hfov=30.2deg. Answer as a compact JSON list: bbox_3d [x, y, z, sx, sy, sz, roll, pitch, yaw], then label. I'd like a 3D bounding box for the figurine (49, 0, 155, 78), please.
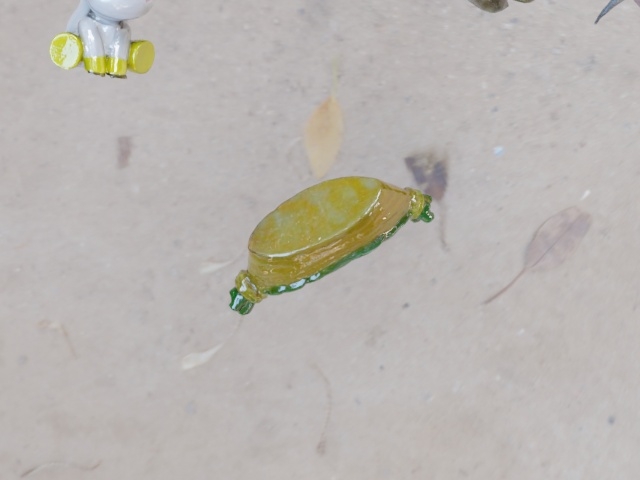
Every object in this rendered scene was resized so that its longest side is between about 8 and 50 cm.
[{"bbox_3d":[-0.215,-0.249,1.189,0.109,0.129,0.178,1,133,-19],"label":"figurine"}]

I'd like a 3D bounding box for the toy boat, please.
[{"bbox_3d":[0.000,0.000,1.157,0.229,0.088,0.089,-26,53,10],"label":"toy boat"}]

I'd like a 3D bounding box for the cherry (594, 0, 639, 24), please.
[{"bbox_3d":[0.412,-0.316,1.269,0.285,0.236,0.213,-29,82,31],"label":"cherry"}]

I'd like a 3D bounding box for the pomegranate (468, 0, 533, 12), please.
[{"bbox_3d":[0.025,-0.181,0.467,0.180,0.180,0.209,-39,104,21],"label":"pomegranate"}]
